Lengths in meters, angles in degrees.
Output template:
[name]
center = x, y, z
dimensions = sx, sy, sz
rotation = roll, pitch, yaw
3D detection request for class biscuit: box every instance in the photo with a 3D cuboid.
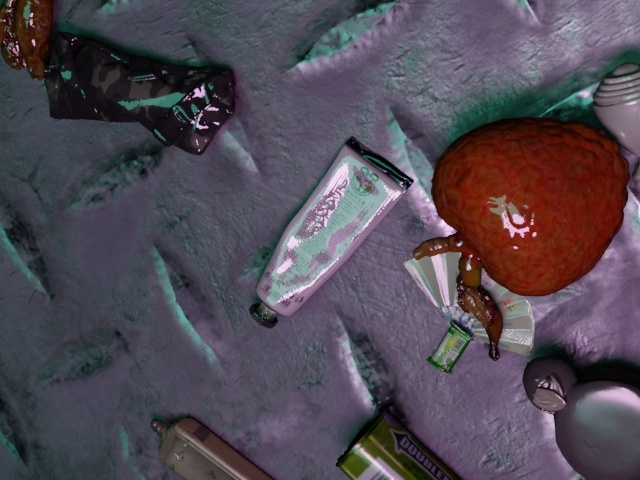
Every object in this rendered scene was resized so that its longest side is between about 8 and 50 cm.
[biscuit]
center = 0.203, 0.169, 1.523
dimensions = 0.046, 0.016, 0.089
rotation = 35, 119, 14

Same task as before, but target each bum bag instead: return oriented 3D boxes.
[bum bag]
center = -0.296, -0.236, 1.575
dimensions = 0.340, 0.095, 0.144
rotation = 15, 102, 11

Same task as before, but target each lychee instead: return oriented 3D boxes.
[lychee]
center = 0.266, -0.044, 1.322
dimensions = 0.300, 0.255, 0.255
rotation = -40, 87, 3

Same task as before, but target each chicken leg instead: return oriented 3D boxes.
[chicken leg]
center = 0.245, 0.113, 1.476
dimensions = 0.062, 0.037, 0.145
rotation = -30, 90, 45

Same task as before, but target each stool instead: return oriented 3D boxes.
[stool]
center = 0.407, 0.237, 1.397
dimensions = 0.153, 0.139, 0.228
rotation = -38, 87, 25

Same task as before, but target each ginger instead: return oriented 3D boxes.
[ginger]
center = -0.503, -0.353, 1.634
dimensions = 0.103, 0.073, 0.162
rotation = 14, 109, 18

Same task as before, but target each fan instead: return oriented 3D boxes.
[fan]
center = 0.234, 0.088, 1.499
dimensions = 0.240, 0.009, 0.131
rotation = 36, 111, 10

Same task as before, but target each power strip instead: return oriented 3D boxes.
[power strip]
center = -0.141, 0.431, 1.708
dimensions = 0.387, 0.066, 0.092
rotation = 35, 115, 7

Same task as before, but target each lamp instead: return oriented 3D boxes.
[lamp]
center = 0.433, -0.146, 1.310
dimensions = 0.106, 0.106, 0.193
rotation = -15, 105, 24

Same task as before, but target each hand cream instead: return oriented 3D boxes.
[hand cream]
center = 0.000, 0.000, 1.543
dimensions = 0.121, 0.076, 0.336
rotation = 38, 108, 3

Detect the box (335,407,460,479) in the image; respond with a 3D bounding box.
[box]
center = 0.188, 0.421, 1.535
dimensions = 0.345, 0.134, 0.097
rotation = 42, 119, 7
